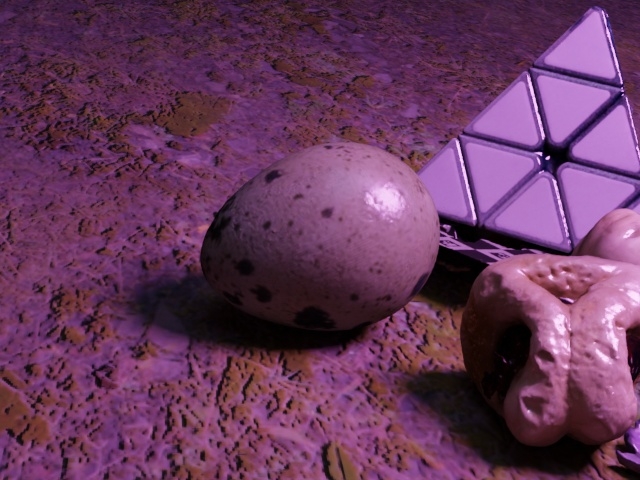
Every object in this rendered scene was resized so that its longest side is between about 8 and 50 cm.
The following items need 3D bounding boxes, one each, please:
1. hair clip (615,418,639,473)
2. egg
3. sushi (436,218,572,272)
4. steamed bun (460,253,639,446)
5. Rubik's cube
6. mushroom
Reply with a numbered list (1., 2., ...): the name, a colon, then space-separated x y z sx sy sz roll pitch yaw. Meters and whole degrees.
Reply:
1. hair clip: 0.324 0.183 0.971 0.124 0.052 0.195 -5 20 -39
2. egg: 0.000 0.000 1.147 0.228 0.177 0.177 -13 27 -10
3. sushi: 0.175 0.011 1.333 0.193 0.040 0.210 24 19 40
4. steamed bun: 0.205 0.107 1.026 0.172 0.140 0.155 5 35 3
5. Rubik's cube: 0.266 -0.078 1.376 0.228 0.229 0.233 -26 26 48
6. mushroom: 0.305 0.039 1.172 0.123 0.154 0.154 -27 32 -11
